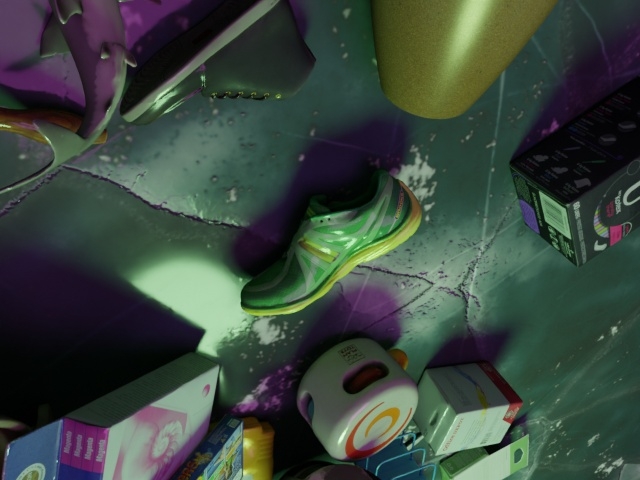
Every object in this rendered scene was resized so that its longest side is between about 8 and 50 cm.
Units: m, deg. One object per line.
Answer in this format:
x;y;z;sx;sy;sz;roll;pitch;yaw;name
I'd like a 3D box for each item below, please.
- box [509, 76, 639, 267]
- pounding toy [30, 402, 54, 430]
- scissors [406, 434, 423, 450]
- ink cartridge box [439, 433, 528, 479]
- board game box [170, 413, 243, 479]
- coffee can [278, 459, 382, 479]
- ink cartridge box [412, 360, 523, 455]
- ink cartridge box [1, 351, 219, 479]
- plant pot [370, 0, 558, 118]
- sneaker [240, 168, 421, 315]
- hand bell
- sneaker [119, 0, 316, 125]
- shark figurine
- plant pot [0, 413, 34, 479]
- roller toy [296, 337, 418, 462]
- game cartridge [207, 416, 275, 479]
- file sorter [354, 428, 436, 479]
0.478;-0.113;0.942;0.270;0.143;0.165;-34;132;-1;box
-0.447;0.373;0.819;0.155;0.154;0.269;-10;126;-21;pounding toy
0.160;0.508;1.313;0.109;0.021;0.297;27;110;-36;scissors
0.427;0.582;1.482;0.235;0.056;0.171;-27;132;-11;ink cartridge box
-0.185;0.388;0.884;0.201;0.035;0.136;-44;143;-56;board game box
0.014;0.512;1.042;0.201;0.201;0.275;-17;164;-16;coffee can
0.298;0.348;1.195;0.176;0.127;0.128;1;123;-28;ink cartridge box
-0.276;0.356;0.781;0.330;0.071;0.324;-19;124;-65;ink cartridge box
0.152;-0.272;0.628;0.237;0.237;0.254;-12;142;-19;plant pot
0.000;0.000;0.826;0.295;0.109;0.123;-35;109;2;sneaker
-0.336;-0.125;0.569;0.242;0.126;0.126;3;123;-44;hand bell
-0.107;-0.177;0.639;0.222;0.083;0.118;-37;132;1;sneaker
-0.240;-0.176;0.543;0.116;0.278;0.166;-10;173;27;shark figurine
-0.518;0.301;0.612;0.323;0.280;0.323;15;90;-70;plant pot
0.063;0.275;1.012;0.209;0.146;0.191;-52;139;8;roller toy
-0.226;0.484;1.017;0.285;0.052;0.324;-3;107;-25;game cartridge
0.140;0.434;1.152;0.118;0.170;0.104;-12;125;-19;file sorter
